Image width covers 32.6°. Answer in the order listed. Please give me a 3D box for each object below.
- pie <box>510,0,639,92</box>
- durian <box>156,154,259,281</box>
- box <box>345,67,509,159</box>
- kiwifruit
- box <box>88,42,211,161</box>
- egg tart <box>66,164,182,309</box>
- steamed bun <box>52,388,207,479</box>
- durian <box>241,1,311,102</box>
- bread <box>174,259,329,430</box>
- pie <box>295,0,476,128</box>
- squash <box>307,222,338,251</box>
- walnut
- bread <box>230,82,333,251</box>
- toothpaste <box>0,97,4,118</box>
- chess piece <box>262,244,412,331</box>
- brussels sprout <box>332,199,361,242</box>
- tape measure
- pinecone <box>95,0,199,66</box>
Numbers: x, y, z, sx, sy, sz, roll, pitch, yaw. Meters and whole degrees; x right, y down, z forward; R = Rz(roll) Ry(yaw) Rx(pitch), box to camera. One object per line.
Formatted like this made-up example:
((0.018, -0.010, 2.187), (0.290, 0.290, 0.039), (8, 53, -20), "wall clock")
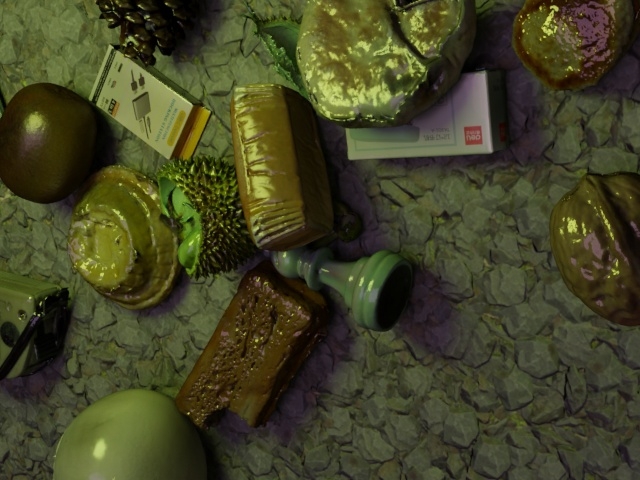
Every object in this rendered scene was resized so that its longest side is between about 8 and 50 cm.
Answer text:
((0.374, -0.322, 1.620), (0.179, 0.084, 0.205), (37, 120, 17), "pie")
((-0.192, -0.046, 1.939), (0.237, 0.176, 0.200), (51, 133, 39), "durian")
((0.169, -0.204, 1.768), (0.269, 0.079, 0.135), (0, 101, 30), "box")
((-0.532, -0.182, 2.112), (0.196, 0.196, 0.234), (35, 119, 18), "kiwifruit")
((-0.326, -0.258, 2.067), (0.247, 0.033, 0.129), (36, 116, 18), "box")
((-0.392, -0.001, 2.122), (0.290, 0.115, 0.290), (7, 105, 27), "egg tart")
((-0.345, 0.443, 2.081), (0.206, 0.324, 0.324), (-15, 94, 27), "steamed bun")
((-0.052, -0.319, 1.855), (0.086, 0.100, 0.215), (-36, 92, 28), "durian")
((-0.124, 0.219, 2.026), (0.185, 0.109, 0.380), (36, 119, 9), "bread")
((0.089, -0.331, 1.737), (0.337, 0.075, 0.338), (-7, 77, 33), "pie")
((0.000, 0.000, 1.945), (0.083, 0.027, 0.027), (-35, 83, 31), "squash")
((0.441, 0.012, 1.602), (0.198, 0.198, 0.245), (-26, 92, 32), "walnut")
((-0.069, -0.127, 1.853), (0.119, 0.152, 0.288), (-16, 77, 23), "bread")
((-0.688, -0.321, 2.258), (0.197, 0.034, 0.057), (66, 160, 2), "toothpaste")
((0.013, 0.054, 1.888), (0.271, 0.139, 0.139), (19, 111, 27), "chess piece")
((0.039, -0.038, 1.903), (0.051, 0.046, 0.083), (-34, 78, 4), "brussels sprout")
((-0.654, 0.194, 2.310), (0.271, 0.133, 0.232), (9, 106, 25), "tape measure")
((-0.311, -0.421, 1.943), (0.184, 0.179, 0.205), (61, 142, 29), "pinecone")
